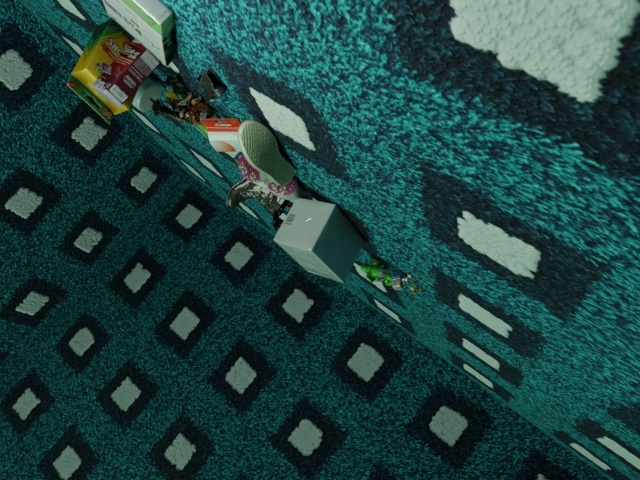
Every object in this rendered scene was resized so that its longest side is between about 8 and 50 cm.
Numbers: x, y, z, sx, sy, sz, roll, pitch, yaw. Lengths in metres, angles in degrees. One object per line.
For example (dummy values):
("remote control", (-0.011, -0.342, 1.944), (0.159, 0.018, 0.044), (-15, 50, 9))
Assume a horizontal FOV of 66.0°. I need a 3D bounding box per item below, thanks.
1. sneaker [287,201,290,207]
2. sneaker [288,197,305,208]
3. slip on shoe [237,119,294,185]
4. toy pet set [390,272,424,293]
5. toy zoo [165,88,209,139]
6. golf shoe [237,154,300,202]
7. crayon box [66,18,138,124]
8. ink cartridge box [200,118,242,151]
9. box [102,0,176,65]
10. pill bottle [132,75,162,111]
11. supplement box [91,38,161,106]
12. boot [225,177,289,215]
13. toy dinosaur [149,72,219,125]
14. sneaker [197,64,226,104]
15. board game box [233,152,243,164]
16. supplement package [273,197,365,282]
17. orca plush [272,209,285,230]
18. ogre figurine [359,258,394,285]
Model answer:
("sneaker", (-0.159, -0.177, 2.293), (0.118, 0.042, 0.067), (29, 173, 14))
("sneaker", (-0.074, -0.146, 2.111), (0.073, 0.063, 0.162), (22, -176, -30))
("slip on shoe", (-0.192, -0.293, 1.641), (0.101, 0.123, 0.331), (39, 177, 27))
("toy pet set", (0.345, 0.162, 1.963), (0.114, 0.065, 0.122), (-6, 151, 25))
("toy zoo", (-0.546, -0.524, 2.078), (0.293, 0.030, 0.192), (44, 175, 7))
("golf shoe", (-0.201, -0.240, 1.944), (0.306, 0.115, 0.140), (36, 174, 27))
("crayon box", (-0.749, -0.601, 1.762), (0.081, 0.318, 0.202), (-9, 146, 25))
("ink cartridge box", (-0.342, -0.381, 1.801), (0.145, 0.045, 0.179), (3, 165, 11))
("box", (-0.516, -0.642, 1.391), (0.232, 0.058, 0.322), (41, 172, -12))
("pill bottle", (-0.816, -0.679, 2.067), (0.283, 0.161, 0.161), (38, 171, 5))
("supplement box", (-0.639, -0.568, 1.646), (0.130, 0.239, 0.073), (30, 168, 41))
("boot", (-0.254, -0.176, 2.066), (0.229, 0.263, 0.091), (44, -163, 11))
("toy dinosaur", (-0.514, -0.495, 1.857), (0.322, 0.164, 0.218), (2, 165, 40))
("sneaker", (-0.343, -0.479, 1.524), (0.089, 0.051, 0.170), (43, 166, -22))
("board game box", (-0.265, -0.283, 2.195), (0.243, 0.042, 0.165), (37, 171, 14))
("supplement package", (0.000, 0.000, 1.890), (0.198, 0.199, 0.262), (14, 158, 39))
("orca plush", (-0.059, -0.086, 2.035), (0.287, 0.102, 0.151), (17, -142, -28))
("ogre figurine", (0.247, 0.140, 2.070), (0.118, 0.097, 0.197), (32, -171, -39))
